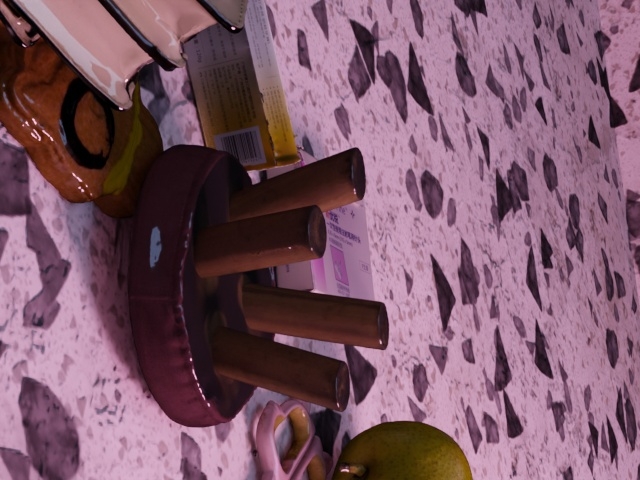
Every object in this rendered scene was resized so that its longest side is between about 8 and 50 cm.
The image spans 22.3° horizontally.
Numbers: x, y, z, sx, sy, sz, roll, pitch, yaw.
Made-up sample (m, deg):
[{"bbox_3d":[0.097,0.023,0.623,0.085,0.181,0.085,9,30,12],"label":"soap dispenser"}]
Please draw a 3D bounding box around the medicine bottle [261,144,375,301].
[{"bbox_3d":[0.000,0.000,1.864,0.201,0.052,0.171,29,53,-63],"label":"medicine bottle"}]

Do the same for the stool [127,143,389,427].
[{"bbox_3d":[-0.054,0.039,1.520,0.272,0.178,0.272,-3,90,-72],"label":"stool"}]

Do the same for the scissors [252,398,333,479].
[{"bbox_3d":[-0.052,0.266,1.652,0.317,0.024,0.160,-52,129,-61],"label":"scissors"}]

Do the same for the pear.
[{"bbox_3d":[0.075,0.275,1.781,0.216,0.166,0.180,43,56,-38],"label":"pear"}]

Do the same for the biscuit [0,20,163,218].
[{"bbox_3d":[-0.214,-0.142,1.445,0.290,0.041,0.208,57,30,-42],"label":"biscuit"}]

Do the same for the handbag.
[{"bbox_3d":[-0.179,-0.309,1.410,0.237,0.160,0.358,47,29,-28],"label":"handbag"}]

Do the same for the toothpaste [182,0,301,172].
[{"bbox_3d":[-0.101,-0.224,1.688,0.071,0.089,0.313,-21,99,-60],"label":"toothpaste"}]
